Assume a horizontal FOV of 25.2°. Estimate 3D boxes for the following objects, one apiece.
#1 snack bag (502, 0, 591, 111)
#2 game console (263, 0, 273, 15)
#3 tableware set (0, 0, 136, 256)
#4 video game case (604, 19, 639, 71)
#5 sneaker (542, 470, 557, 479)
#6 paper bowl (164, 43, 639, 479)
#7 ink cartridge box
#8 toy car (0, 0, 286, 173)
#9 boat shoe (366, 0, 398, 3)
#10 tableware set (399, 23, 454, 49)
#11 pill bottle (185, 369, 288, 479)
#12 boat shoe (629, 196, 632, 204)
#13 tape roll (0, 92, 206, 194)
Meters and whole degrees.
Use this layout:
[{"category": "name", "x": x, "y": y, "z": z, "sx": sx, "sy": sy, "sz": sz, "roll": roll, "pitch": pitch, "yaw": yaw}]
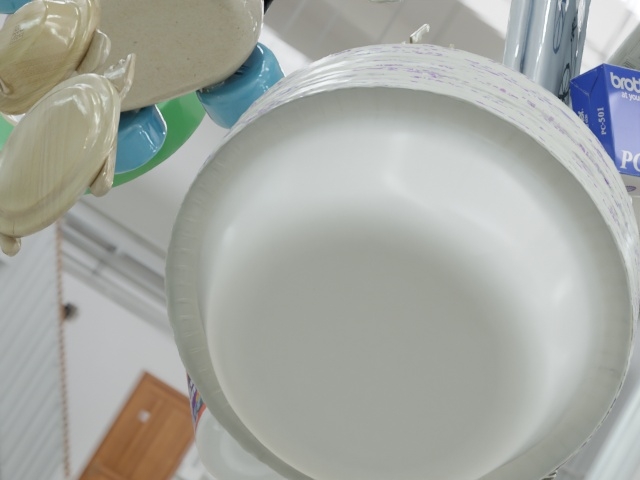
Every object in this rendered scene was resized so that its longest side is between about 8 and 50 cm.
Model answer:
[{"category": "snack bag", "x": 0.206, "y": -0.244, "z": 1.221, "sx": 0.037, "sy": 0.323, "sz": 0.342, "roll": 8, "pitch": -1, "yaw": 15}, {"category": "game console", "x": -0.191, "y": -0.386, "z": 1.619, "sx": 0.361, "sy": 0.213, "sz": 0.044, "roll": 34, "pitch": -10, "yaw": -19}, {"category": "tableware set", "x": -0.129, "y": -0.027, "z": 0.527, "sx": 0.020, "sy": 0.169, "sz": 0.141, "roll": 38, "pitch": 26, "yaw": -38}, {"category": "video game case", "x": 0.423, "y": -0.188, "z": 1.630, "sx": 0.173, "sy": 0.022, "sz": 0.190, "roll": 32, "pitch": -44, "yaw": -2}, {"category": "sneaker", "x": 0.261, "y": 0.262, "z": 1.915, "sx": 0.068, "sy": 0.071, "sz": 0.170, "roll": -24, "pitch": -61, "yaw": 28}, {"category": "paper bowl", "x": 0.044, "y": 0.036, "z": 0.855, "sx": 0.284, "sy": 0.284, "sz": 0.148, "roll": 31, "pitch": 29, "yaw": 0}, {"category": "ink cartridge box", "x": 0.307, "y": -0.083, "z": 1.222, "sx": 0.207, "sy": 0.097, "sz": 0.046, "roll": 7, "pitch": -19, "yaw": -32}, {"category": "toy car", "x": -0.154, "y": -0.223, "z": 1.163, "sx": 0.219, "sy": 0.210, "sz": 0.238, "roll": 60, "pitch": 15, "yaw": -44}, {"category": "boat shoe", "x": 0.102, "y": -0.285, "z": 1.541, "sx": 0.046, "sy": 0.125, "sz": 0.038, "roll": 139, "pitch": -65, "yaw": -75}, {"category": "tableware set", "x": 0.130, "y": -0.196, "z": 1.841, "sx": 0.039, "sy": 0.128, "sz": 0.194, "roll": 4, "pitch": 22, "yaw": 19}, {"category": "pill bottle", "x": -0.067, "y": 0.131, "z": 1.310, "sx": 0.108, "sy": 0.108, "sz": 0.193, "roll": 36, "pitch": 15, "yaw": -23}, {"category": "boat shoe", "x": 0.262, "y": -0.034, "z": 1.624, "sx": 0.184, "sy": 0.063, "sz": 0.066, "roll": -1, "pitch": -36, "yaw": 28}, {"category": "tape roll", "x": -0.303, "y": -0.200, "z": 1.892, "sx": 0.321, "sy": 0.321, "sz": 0.077, "roll": 24, "pitch": -30, "yaw": 34}]
